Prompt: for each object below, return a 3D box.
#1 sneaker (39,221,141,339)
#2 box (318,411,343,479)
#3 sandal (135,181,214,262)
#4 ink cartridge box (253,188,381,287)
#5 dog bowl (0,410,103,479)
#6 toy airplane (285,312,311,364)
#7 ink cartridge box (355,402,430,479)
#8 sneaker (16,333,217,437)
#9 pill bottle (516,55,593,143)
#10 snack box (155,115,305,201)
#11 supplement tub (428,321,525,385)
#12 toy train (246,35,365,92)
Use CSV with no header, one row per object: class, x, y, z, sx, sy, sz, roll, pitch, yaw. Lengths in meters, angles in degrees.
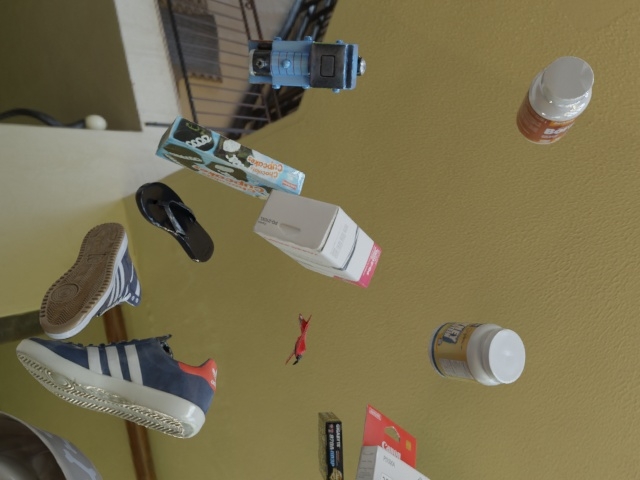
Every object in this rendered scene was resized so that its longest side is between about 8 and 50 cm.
sneaker,-0.406,0.106,0.945,0.099,0.282,0.153,0,-53,0
box,0.028,0.614,1.533,0.220,0.051,0.175,118,-28,-76
sandal,-0.328,-0.047,1.217,0.054,0.254,0.097,-3,-128,35
ink cartridge box,0.000,0.000,1.072,0.171,0.237,0.100,17,-103,32
dog bowl,-0.377,0.363,0.549,0.348,0.102,0.349,-4,-111,10
toy airplane,-0.047,0.240,1.263,0.151,0.028,0.151,-160,-90,-79
ink cartridge box,0.221,0.654,1.498,0.066,0.296,0.261,-18,-137,36
sneaker,-0.348,0.220,0.912,0.349,0.148,0.131,19,-42,3
pill bottle,0.497,-0.295,1.096,0.121,0.216,0.121,-2,-100,10
snack box,-0.218,-0.182,1.235,0.187,0.321,0.060,-7,-116,63
supplement tub,0.378,0.274,1.260,0.199,0.144,0.145,-12,-92,59
toy train,-0.026,-0.264,0.770,0.183,0.105,0.080,6,-71,8
